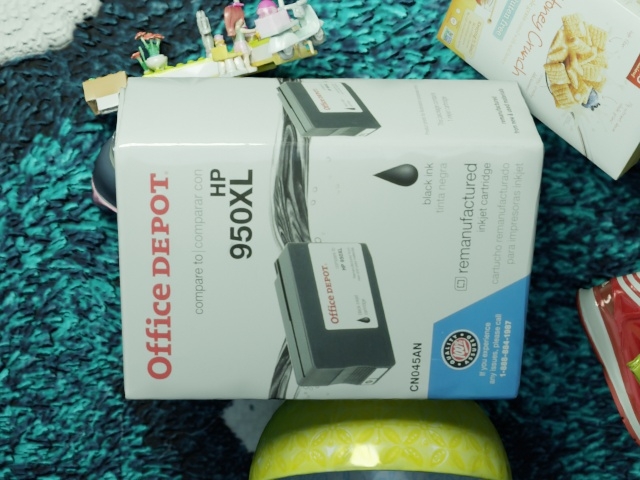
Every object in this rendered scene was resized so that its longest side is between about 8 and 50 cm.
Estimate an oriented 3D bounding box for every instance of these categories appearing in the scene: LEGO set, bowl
[{"bbox_3d":[-0.119,-0.213,1.560,0.287,0.132,0.107,-11,96,35],"label":"LEGO set"},{"bbox_3d":[0.065,0.204,1.676,0.289,0.289,0.156,-3,70,7],"label":"bowl"}]

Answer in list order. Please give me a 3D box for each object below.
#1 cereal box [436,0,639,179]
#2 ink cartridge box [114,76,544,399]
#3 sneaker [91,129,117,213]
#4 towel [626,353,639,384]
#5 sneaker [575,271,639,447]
[{"bbox_3d":[0.238,-0.194,1.474,0.240,0.047,0.173,41,139,17],"label":"cereal box"},{"bbox_3d":[0.000,0.000,1.493,0.395,0.166,0.285,0,118,-3],"label":"ink cartridge box"},{"bbox_3d":[-0.099,-0.024,1.656,0.319,0.112,0.131,30,145,-14],"label":"sneaker"},{"bbox_3d":[0.419,0.182,1.673,0.102,0.021,0.237,-43,122,-11],"label":"towel"},{"bbox_3d":[0.376,0.132,1.670,0.128,0.087,0.221,-23,111,16],"label":"sneaker"}]
